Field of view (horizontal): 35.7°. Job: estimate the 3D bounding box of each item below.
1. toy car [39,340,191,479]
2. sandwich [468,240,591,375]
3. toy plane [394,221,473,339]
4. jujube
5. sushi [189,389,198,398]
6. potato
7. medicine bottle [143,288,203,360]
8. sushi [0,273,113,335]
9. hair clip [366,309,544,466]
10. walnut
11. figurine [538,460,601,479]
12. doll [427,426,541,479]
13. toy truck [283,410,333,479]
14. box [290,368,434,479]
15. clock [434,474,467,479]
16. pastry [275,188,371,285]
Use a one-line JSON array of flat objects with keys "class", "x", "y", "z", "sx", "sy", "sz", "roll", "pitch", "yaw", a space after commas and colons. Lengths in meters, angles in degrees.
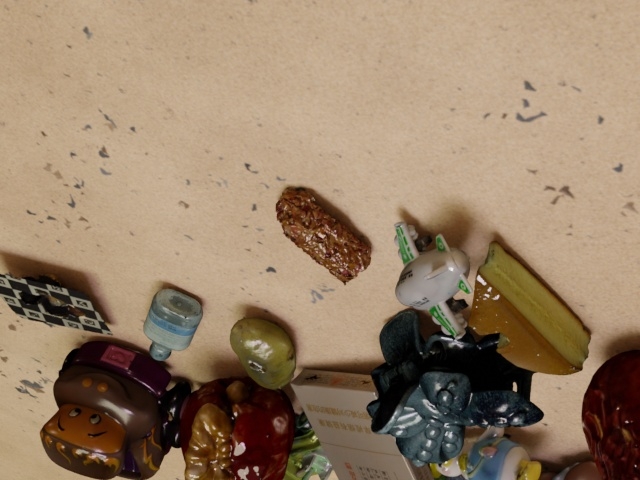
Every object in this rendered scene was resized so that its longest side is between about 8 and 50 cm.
[{"class": "toy car", "x": -0.415, "y": 0.371, "z": 1.962, "sx": 0.271, "sy": 0.240, "sz": 0.340, "roll": 17, "pitch": 142, "yaw": 12}, {"class": "sandwich", "x": 0.267, "y": 0.103, "z": 1.351, "sx": 0.088, "sy": 0.090, "sz": 0.244, "roll": -21, "pitch": 126, "yaw": 42}, {"class": "toy plane", "x": 0.146, "y": 0.051, "z": 1.312, "sx": 0.174, "sy": 0.080, "sz": 0.174, "roll": 51, "pitch": 157, "yaw": 32}, {"class": "jujube", "x": 0.436, "y": 0.258, "z": 1.337, "sx": 0.168, "sy": 0.236, "sz": 0.168, "roll": 11, "pitch": 138, "yaw": 10}, {"class": "sushi", "x": -0.211, "y": 0.305, "z": 1.938, "sx": 0.083, "sy": 0.044, "sz": 0.046, "roll": -6, "pitch": 153, "yaw": 24}, {"class": "potato", "x": -0.093, "y": 0.197, "z": 1.687, "sx": 0.105, "sy": 0.085, "sz": 0.188, "roll": 13, "pitch": 149, "yaw": 17}, {"class": "medicine bottle", "x": -0.266, "y": 0.154, "z": 1.751, "sx": 0.090, "sy": 0.053, "sz": 0.208, "roll": 24, "pitch": 147, "yaw": -5}, {"class": "sushi", "x": -0.491, "y": 0.101, "z": 1.821, "sx": 0.210, "sy": 0.040, "sz": 0.192, "roll": 10, "pitch": 151, "yaw": 14}, {"class": "hair clip", "x": 0.185, "y": 0.223, "z": 1.499, "sx": 0.206, "sy": 0.194, "sz": 0.310, "roll": 22, "pitch": 145, "yaw": -20}, {"class": "walnut", "x": -0.158, "y": 0.385, "z": 1.804, "sx": 0.222, "sy": 0.244, "sz": 0.269, "roll": 7, "pitch": 114, "yaw": 19}, {"class": "figurine", "x": 0.426, "y": 0.553, "z": 1.743, "sx": 0.248, "sy": 0.276, "sz": 0.388, "roll": 22, "pitch": 152, "yaw": 47}, {"class": "doll", "x": 0.264, "y": 0.380, "z": 1.694, "sx": 0.241, "sy": 0.099, "sz": 0.135, "roll": 10, "pitch": 123, "yaw": 36}, {"class": "toy truck", "x": -0.054, "y": 0.427, "z": 1.928, "sx": 0.128, "sy": 0.135, "sz": 0.259, "roll": 39, "pitch": 146, "yaw": -21}, {"class": "box", "x": 0.099, "y": 0.389, "z": 1.745, "sx": 0.205, "sy": 0.051, "sz": 0.365, "roll": -2, "pitch": 120, "yaw": 44}, {"class": "clock", "x": 0.203, "y": 0.475, "z": 1.879, "sx": 0.195, "sy": 0.100, "sz": 0.194, "roll": 29, "pitch": 143, "yaw": -11}, {"class": "pastry", "x": 0.002, "y": -0.001, "z": 1.385, "sx": 0.169, "sy": 0.063, "sz": 0.087, "roll": 38, "pitch": 145, "yaw": -23}]
